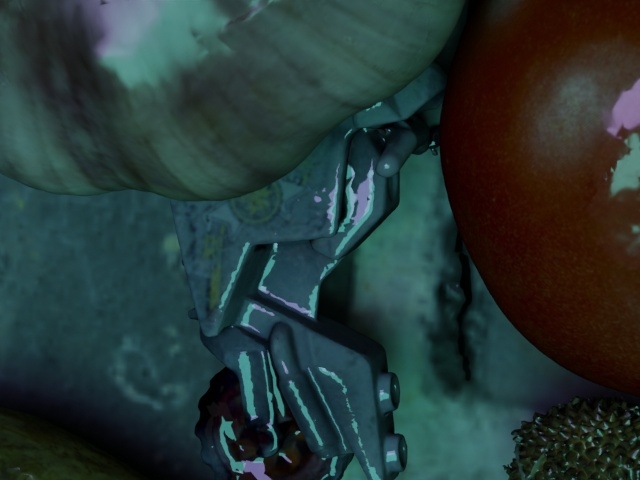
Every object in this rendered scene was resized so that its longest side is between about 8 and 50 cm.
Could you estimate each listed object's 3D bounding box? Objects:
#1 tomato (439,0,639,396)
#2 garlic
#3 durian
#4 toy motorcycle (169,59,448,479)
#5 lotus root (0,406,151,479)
[{"bbox_3d":[0.136,-0.031,0.695,0.195,0.136,0.195,3,113,8],"label":"tomato"},{"bbox_3d":[-0.080,-0.120,0.621,0.245,0.253,0.245,5,101,26],"label":"garlic"},{"bbox_3d":[0.120,0.100,0.784,0.091,0.080,0.080,-20,110,38],"label":"durian"},{"bbox_3d":[0.000,0.000,0.757,0.122,0.080,0.215,-5,97,18],"label":"toy motorcycle"},{"bbox_3d":[-0.070,0.160,0.827,0.258,0.097,0.110,44,142,-8],"label":"lotus root"}]
